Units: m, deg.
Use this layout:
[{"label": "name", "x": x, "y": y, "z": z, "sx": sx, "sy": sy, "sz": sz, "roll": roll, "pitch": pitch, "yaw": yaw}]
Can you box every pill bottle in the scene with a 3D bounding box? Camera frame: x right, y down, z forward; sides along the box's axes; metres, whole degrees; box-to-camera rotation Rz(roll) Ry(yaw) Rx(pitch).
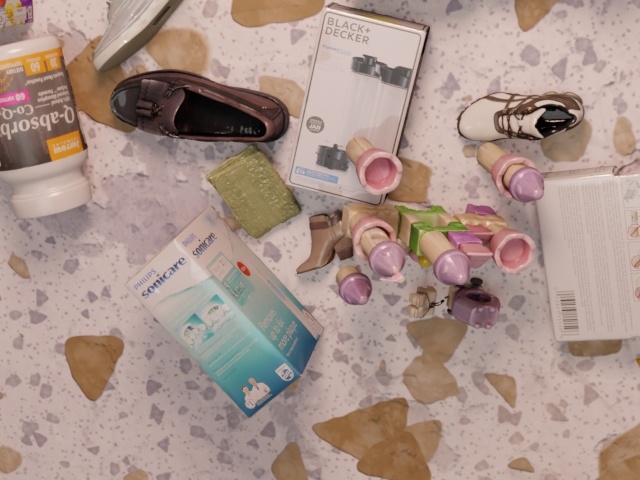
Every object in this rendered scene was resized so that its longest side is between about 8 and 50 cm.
[{"label": "pill bottle", "x": -0.473, "y": -0.186, "z": 1.752, "sx": 0.162, "sy": 0.162, "sz": 0.279, "roll": -10, "pitch": 105, "yaw": 13}]

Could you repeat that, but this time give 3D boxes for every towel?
[{"label": "towel", "x": -0.108, "y": -0.080, "z": 1.774, "sx": 0.110, "sy": 0.027, "sz": 0.148, "roll": -30, "pitch": 114, "yaw": 16}]

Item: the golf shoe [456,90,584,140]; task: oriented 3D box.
[{"label": "golf shoe", "x": 0.305, "y": -0.190, "z": 1.646, "sx": 0.198, "sy": 0.094, "sz": 0.077, "roll": -9, "pitch": 106, "yaw": 15}]

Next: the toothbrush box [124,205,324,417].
[{"label": "toothbrush box", "x": -0.151, "y": 0.111, "z": 1.755, "sx": 0.126, "sy": 0.216, "sz": 0.295, "roll": -42, "pitch": 94, "yaw": 18}]

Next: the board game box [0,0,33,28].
[{"label": "board game box", "x": -0.551, "y": -0.483, "z": 1.687, "sx": 0.144, "sy": 0.142, "sz": 0.275, "roll": 6, "pitch": 108, "yaw": 9}]

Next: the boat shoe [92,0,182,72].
[{"label": "boat shoe", "x": -0.298, "y": -0.371, "z": 1.716, "sx": 0.227, "sy": 0.079, "sz": 0.081, "roll": -44, "pitch": 86, "yaw": 14}]

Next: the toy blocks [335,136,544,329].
[{"label": "toy blocks", "x": 0.183, "y": 0.023, "z": 1.594, "sx": 0.288, "sy": 0.260, "sz": 0.309, "roll": 0, "pitch": 112, "yaw": -16}]

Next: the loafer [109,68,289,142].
[{"label": "loafer", "x": -0.204, "y": -0.212, "z": 1.730, "sx": 0.302, "sy": 0.095, "sz": 0.109, "roll": 9, "pitch": 109, "yaw": 8}]

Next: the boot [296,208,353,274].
[{"label": "boot", "x": 0.000, "y": 0.000, "z": 1.790, "sx": 0.118, "sy": 0.042, "sz": 0.087, "roll": -20, "pitch": 96, "yaw": 14}]

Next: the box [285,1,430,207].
[{"label": "box", "x": 0.056, "y": -0.214, "z": 1.686, "sx": 0.169, "sy": 0.087, "sz": 0.290, "roll": 16, "pitch": 109, "yaw": 5}]

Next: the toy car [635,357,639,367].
[{"label": "toy car", "x": 0.578, "y": 0.228, "z": 1.748, "sx": 0.122, "sy": 0.040, "sz": 0.060, "roll": 3, "pitch": 107, "yaw": 9}]

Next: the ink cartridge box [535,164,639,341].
[{"label": "ink cartridge box", "x": 0.472, "y": 0.019, "z": 1.675, "sx": 0.238, "sy": 0.060, "sz": 0.275, "roll": -5, "pitch": 106, "yaw": 21}]
